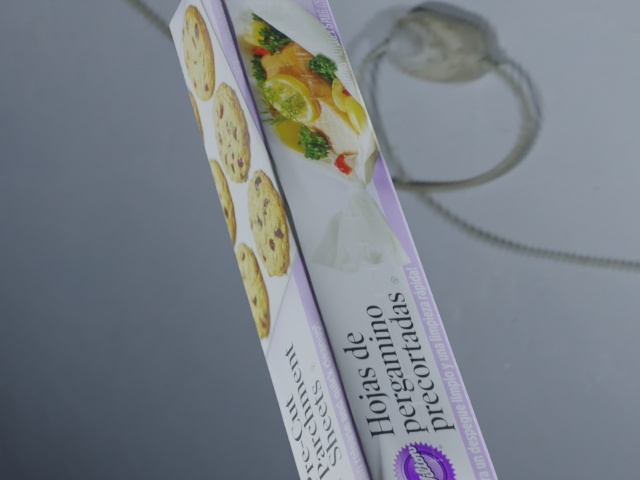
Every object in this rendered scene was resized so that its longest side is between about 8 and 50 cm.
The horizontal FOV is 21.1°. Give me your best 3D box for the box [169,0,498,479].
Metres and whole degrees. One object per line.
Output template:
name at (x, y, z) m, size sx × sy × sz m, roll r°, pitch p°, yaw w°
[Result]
box at (0.000, 0.000, 0.818) m, size 0.067 × 0.063 × 0.324 m, roll -57°, pitch 43°, yaw 49°
